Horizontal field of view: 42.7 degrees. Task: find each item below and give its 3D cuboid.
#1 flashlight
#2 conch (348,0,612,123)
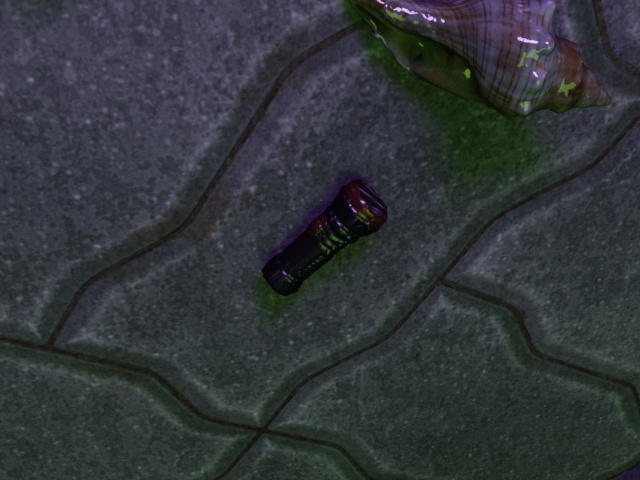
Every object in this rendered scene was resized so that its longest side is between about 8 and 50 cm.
[{"bbox_3d":[0.000,0.000,1.331,0.232,0.093,0.093,-39,130,22],"label":"flashlight"},{"bbox_3d":[0.220,-0.273,1.119,0.386,0.169,0.203,34,151,6],"label":"conch"}]
